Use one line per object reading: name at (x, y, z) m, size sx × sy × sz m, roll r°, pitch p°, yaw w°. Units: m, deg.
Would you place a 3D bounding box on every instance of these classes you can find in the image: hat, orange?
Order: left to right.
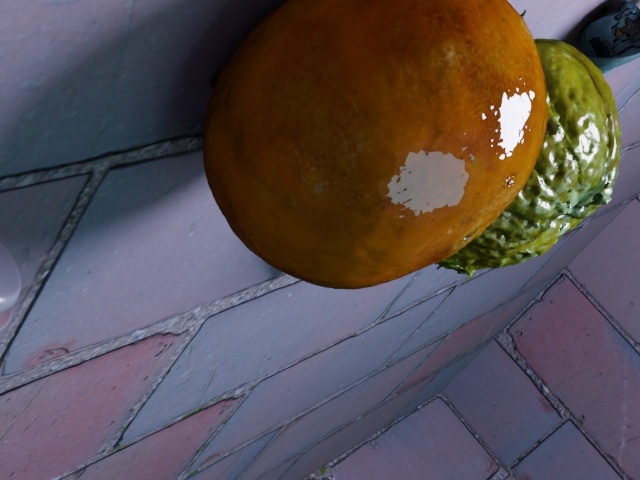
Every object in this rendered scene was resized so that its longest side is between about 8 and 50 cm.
orange at (0.046, -0.087, 0.840) m, size 0.284 × 0.226 × 0.284 m, roll -32°, pitch 166°, yaw -9°
orange at (0.211, -0.086, 1.209) m, size 0.301 × 0.223 × 0.300 m, roll -38°, pitch 158°, yaw -5°
hat at (0.386, -0.269, 1.378) m, size 0.138 × 0.078 × 0.191 m, roll -31°, pitch -178°, yaw -3°

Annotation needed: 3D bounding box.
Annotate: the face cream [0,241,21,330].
face cream at (-0.262, 0.038, 0.719) m, size 0.095 × 0.091 × 0.091 m, roll -37°, pitch 165°, yaw 18°
